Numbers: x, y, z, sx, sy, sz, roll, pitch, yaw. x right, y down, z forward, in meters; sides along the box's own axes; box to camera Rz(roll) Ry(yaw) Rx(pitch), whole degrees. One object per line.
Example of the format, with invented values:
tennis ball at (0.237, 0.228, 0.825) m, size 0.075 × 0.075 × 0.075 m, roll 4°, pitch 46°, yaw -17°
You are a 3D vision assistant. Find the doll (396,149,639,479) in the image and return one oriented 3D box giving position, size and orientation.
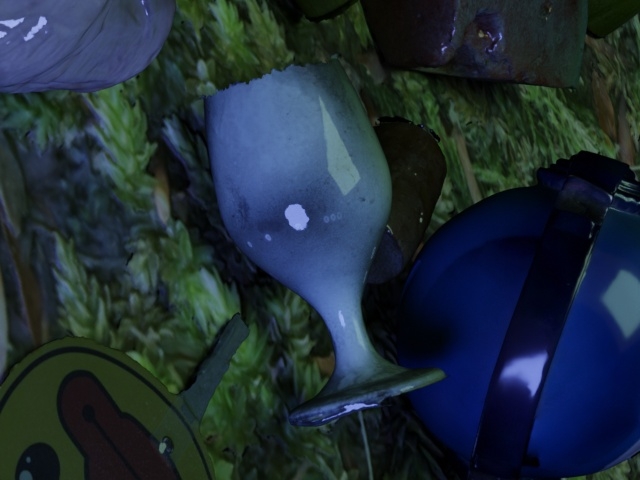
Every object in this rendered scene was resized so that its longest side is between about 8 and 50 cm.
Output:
doll at (0.187, 0.066, 1.347) m, size 0.310 × 0.240 × 0.284 m, roll -40°, pitch 147°, yaw -71°

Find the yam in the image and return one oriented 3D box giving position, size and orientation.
yam at (0.049, -0.029, 1.326) m, size 0.084 × 0.084 × 0.127 m, roll 54°, pitch 39°, yaw -24°

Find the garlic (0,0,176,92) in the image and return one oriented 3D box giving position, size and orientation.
garlic at (-0.144, -0.194, 0.994) m, size 0.218 × 0.212 × 0.218 m, roll 23°, pitch 58°, yaw -43°

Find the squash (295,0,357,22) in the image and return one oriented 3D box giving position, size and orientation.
squash at (-0.039, -0.282, 1.335) m, size 0.224 × 0.094 × 0.094 m, roll 50°, pitch 36°, yaw -16°

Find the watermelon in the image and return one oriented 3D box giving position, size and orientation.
watermelon at (0.124, -0.221, 1.529) m, size 0.318 × 0.148 × 0.226 m, roll 55°, pitch 51°, yaw -48°

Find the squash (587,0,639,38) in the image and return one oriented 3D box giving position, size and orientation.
squash at (0.343, -0.289, 1.856) m, size 0.105 × 0.132 × 0.105 m, roll 36°, pitch 44°, yaw -45°

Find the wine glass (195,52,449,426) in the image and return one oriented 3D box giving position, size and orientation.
wine glass at (0.000, 0.000, 1.189) m, size 0.126 × 0.126 × 0.241 m, roll -13°, pitch 88°, yaw -58°

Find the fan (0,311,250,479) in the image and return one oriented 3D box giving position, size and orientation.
fan at (-0.109, 0.145, 1.050) m, size 0.229 × 0.011 × 0.335 m, roll 57°, pitch 34°, yaw -20°
